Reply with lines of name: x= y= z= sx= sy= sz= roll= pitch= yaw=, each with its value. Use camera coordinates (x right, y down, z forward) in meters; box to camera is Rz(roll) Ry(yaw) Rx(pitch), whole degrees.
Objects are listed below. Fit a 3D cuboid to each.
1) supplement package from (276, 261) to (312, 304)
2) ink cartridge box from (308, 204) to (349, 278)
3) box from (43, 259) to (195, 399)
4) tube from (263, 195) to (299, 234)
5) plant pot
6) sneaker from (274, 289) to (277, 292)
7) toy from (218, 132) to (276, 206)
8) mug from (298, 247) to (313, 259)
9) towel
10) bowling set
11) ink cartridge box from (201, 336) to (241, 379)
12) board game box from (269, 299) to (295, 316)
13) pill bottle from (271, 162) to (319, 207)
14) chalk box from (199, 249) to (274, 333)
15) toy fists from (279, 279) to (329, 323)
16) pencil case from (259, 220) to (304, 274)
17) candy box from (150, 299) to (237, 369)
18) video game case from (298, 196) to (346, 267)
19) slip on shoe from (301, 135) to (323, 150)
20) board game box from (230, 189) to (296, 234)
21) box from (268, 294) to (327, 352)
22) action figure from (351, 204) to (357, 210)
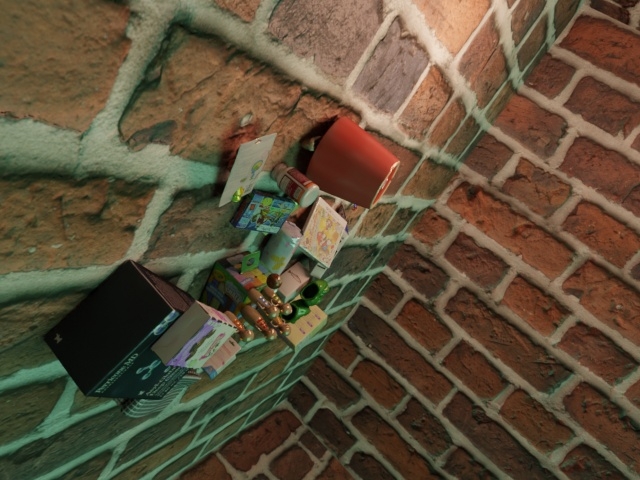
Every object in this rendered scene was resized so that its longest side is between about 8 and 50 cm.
supplement package: x=-0.137 y=0.205 z=2.091 sx=0.179 sy=0.105 sz=0.105 roll=-38 pitch=158 yaw=-29
ink cartridge box: x=0.051 y=0.006 z=2.067 sx=0.332 sy=0.065 sz=0.165 roll=-58 pitch=-164 yaw=23
box: x=-0.507 y=0.278 z=1.290 sx=0.293 sy=0.212 sz=0.395 roll=-45 pitch=159 yaw=-9
tube: x=-0.127 y=-0.113 z=1.606 sx=0.240 sy=0.070 sz=0.062 roll=-42 pitch=-155 yaw=-2
plant pot: x=0.121 y=-0.249 z=1.526 sx=0.275 sy=0.243 sz=0.275 roll=-56 pitch=171 yaw=-14
sneaker: x=-0.283 y=0.247 z=1.928 sx=0.221 sy=0.087 sz=0.128 roll=-57 pitch=154 yaw=-16
toy: x=-0.220 y=-0.207 z=1.238 sx=0.137 sy=0.056 sz=0.237 roll=-34 pitch=161 yaw=-44
mug: x=-0.003 y=0.000 z=1.954 sx=0.169 sy=0.150 sz=0.113 roll=-51 pitch=-179 yaw=-8
towel: x=-0.616 y=0.564 z=1.717 sx=0.235 sy=0.121 sz=0.283 roll=-47 pitch=160 yaw=-4
bowling set: x=-0.168 y=0.226 z=1.467 sx=0.199 sy=0.154 sz=0.287 roll=-56 pitch=160 yaw=16
ink cartridge box: x=-0.456 y=0.523 z=2.001 sx=0.181 sy=0.104 sz=0.061 roll=-39 pitch=158 yaw=-26
board game box: x=-0.194 y=0.309 z=2.250 sx=0.147 sy=0.045 sz=0.193 roll=-39 pitch=158 yaw=-25
pill bottle: x=-0.084 y=-0.182 z=1.425 sx=0.086 sy=0.152 sz=0.086 roll=-42 pitch=159 yaw=-20
chalk box: x=-0.284 y=0.166 z=1.600 sx=0.180 sy=0.179 sz=0.289 roll=-20 pitch=146 yaw=-54
toy fists: x=-0.071 y=0.290 z=2.090 sx=0.279 sy=0.096 sz=0.142 roll=-47 pitch=169 yaw=12
pencil case: x=-0.174 y=0.052 z=1.727 sx=0.114 sy=0.124 sz=0.273 roll=19 pitch=115 yaw=-27
candy box: x=-0.335 y=0.263 z=1.207 sx=0.165 sy=0.070 sz=0.196 roll=-47 pitch=160 yaw=-7
video game case: x=0.010 y=-0.030 z=1.827 sx=0.206 sy=0.026 sz=0.226 roll=40 pitch=65 yaw=-41
slip on shoe: x=-0.022 y=-0.320 z=1.474 sx=0.135 sy=0.041 sz=0.051 roll=-46 pitch=139 yaw=-64
board game box: x=-0.188 y=-0.092 z=1.484 sx=0.201 sy=0.035 sz=0.136 roll=9 pitch=120 yaw=-53
box: x=-0.122 y=0.434 z=2.383 sx=0.243 sy=0.213 sz=0.117 roll=-40 pitch=158 yaw=-24
action figure: x=0.170 y=-0.194 z=2.122 sx=0.038 sy=0.030 sz=0.115 roll=-40 pitch=154 yaw=-38
